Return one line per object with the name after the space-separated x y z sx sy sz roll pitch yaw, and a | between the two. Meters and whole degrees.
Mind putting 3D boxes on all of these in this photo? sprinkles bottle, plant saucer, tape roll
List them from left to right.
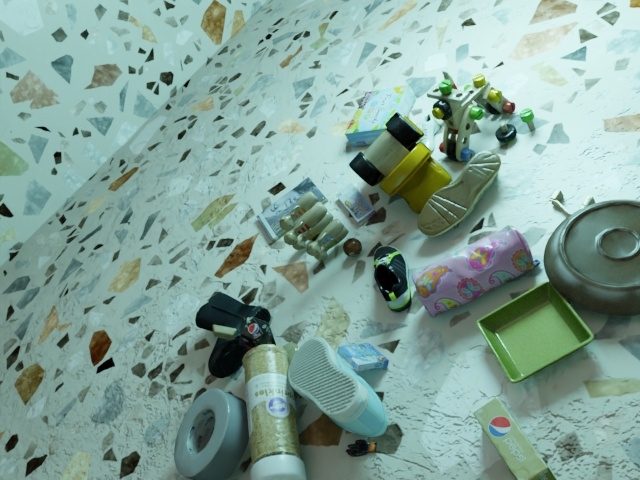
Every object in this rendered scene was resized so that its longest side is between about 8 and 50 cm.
-0.265 0.477 1.667 0.219 0.072 0.219 -35 38 33 | tape roll
-0.114 0.416 1.598 0.121 0.121 0.355 -27 43 14 | sprinkles bottle
0.453 0.199 1.442 0.188 0.045 0.188 -32 38 9 | plant saucer
0.631 0.019 1.439 0.310 0.050 0.310 -13 47 14 | plant saucer

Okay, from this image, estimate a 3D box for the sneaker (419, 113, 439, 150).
0.319 -0.322 2.071 0.054 0.061 0.152 -7 49 32 | sneaker

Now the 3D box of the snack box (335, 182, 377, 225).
0.106 -0.112 2.058 0.064 0.022 0.178 -36 37 2 | snack box

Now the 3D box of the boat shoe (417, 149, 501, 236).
0.374 -0.110 1.804 0.285 0.089 0.104 -44 64 -3 | boat shoe

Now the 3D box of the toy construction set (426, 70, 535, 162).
0.402 -0.403 1.941 0.257 0.237 0.309 -33 37 7 | toy construction set

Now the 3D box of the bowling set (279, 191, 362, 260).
0.000 0.000 1.913 0.154 0.287 0.200 -45 71 2 | bowling set

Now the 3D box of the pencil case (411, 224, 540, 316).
0.358 0.070 1.598 0.284 0.124 0.124 -30 38 10 | pencil case

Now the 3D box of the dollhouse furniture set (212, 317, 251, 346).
-0.225 0.216 1.817 0.114 0.091 0.081 10 39 1 | dollhouse furniture set

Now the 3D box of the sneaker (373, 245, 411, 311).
0.179 0.077 1.745 0.084 0.097 0.234 -29 39 12 | sneaker

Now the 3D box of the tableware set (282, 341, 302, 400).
-0.079 0.342 1.744 0.141 0.020 0.169 -50 42 -11 | tableware set

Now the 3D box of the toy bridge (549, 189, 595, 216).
0.622 -0.073 1.600 0.188 0.026 0.063 22 68 48 | toy bridge

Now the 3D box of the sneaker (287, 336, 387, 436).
0.036 0.346 1.562 0.135 0.150 0.366 -44 23 -3 | sneaker

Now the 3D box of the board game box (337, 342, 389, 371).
0.101 0.276 1.621 0.090 0.090 0.020 34 121 51 | board game box

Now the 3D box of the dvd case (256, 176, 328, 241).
-0.095 -0.104 2.216 0.221 0.018 0.164 -38 38 1 | dvd case

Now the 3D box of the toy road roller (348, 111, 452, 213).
0.240 -0.207 1.930 0.202 0.240 0.329 -47 -1 14 | toy road roller

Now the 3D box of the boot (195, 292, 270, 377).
-0.282 0.263 1.926 0.207 0.094 0.246 10 51 40 | boot

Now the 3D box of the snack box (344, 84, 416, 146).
0.198 -0.410 2.250 0.174 0.070 0.207 0 52 39 | snack box

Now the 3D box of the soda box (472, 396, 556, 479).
0.368 0.391 1.304 0.061 0.058 0.181 -35 37 4 | soda box

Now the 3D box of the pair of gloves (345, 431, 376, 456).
0.091 0.439 1.517 0.074 0.010 0.083 -19 44 21 | pair of gloves

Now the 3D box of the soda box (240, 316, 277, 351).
-0.156 0.264 1.764 0.053 0.169 0.060 21 62 18 | soda box
